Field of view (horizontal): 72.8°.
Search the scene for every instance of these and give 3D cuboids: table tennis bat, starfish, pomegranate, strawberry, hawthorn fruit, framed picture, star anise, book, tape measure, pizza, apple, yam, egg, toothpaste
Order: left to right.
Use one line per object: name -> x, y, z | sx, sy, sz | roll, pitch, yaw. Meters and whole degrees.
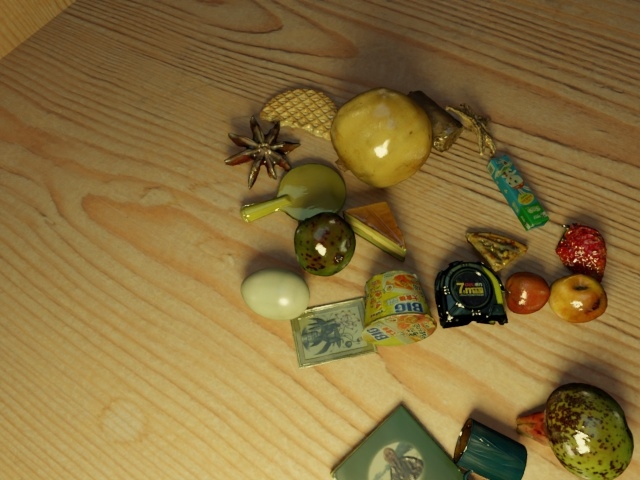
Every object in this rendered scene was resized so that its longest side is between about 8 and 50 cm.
star anise -> -0.201, -0.310, 1.537 | 0.289, 0.088, 0.287 | 2, 71, -7
egg -> -0.132, 0.152, 1.258 | 0.210, 0.151, 0.151 | 12, 64, 16
table tennis bat -> -0.090, -0.137, 1.461 | 0.369, 0.054, 0.224 | -20, 70, -9
pomegranate -> 0.000, 0.000, 1.312 | 0.202, 0.202, 0.248 | -35, 39, -13
framed picture -> 0.034, 0.266, 1.265 | 0.232, 0.010, 0.172 | -13, 63, -2
pomegranate -> 0.189, -0.322, 1.386 | 0.333, 0.332, 0.332 | -2, 63, 3
book -> 0.236, 0.632, 1.049 | 0.260, 0.043, 0.371 | -37, 67, -16
yam -> 0.389, -0.417, 1.525 | 0.129, 0.128, 0.238 | -51, 60, 17
tape measure -> 0.423, 0.154, 1.240 | 0.199, 0.112, 0.185 | -1, 70, -2
starfish -> 0.526, -0.382, 1.467 | 0.295, 0.048, 0.231 | 2, 64, -45
pizza -> 0.518, 0.028, 1.302 | 0.185, 0.036, 0.176 | 21, 38, 21
toothpaste -> 0.639, -0.159, 1.415 | 0.065, 0.050, 0.266 | -17, 64, -7
hawthorn fruit -> 0.583, 0.150, 1.228 | 0.128, 0.128, 0.127 | -2, 63, 3
pomegranate -> 0.600, 0.452, 1.047 | 0.248, 0.214, 0.214 | -15, 55, 39
apple -> 0.714, 0.159, 1.203 | 0.147, 0.146, 0.146 | -2, 63, 3
strawberry -> 0.786, 0.027, 1.292 | 0.141, 0.085, 0.192 | 18, 67, 10

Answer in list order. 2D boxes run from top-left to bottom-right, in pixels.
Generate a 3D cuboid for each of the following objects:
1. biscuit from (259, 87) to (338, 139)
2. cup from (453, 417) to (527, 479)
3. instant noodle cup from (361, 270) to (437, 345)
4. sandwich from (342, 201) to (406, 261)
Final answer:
biscuit -> -0.060, -0.496, 1.646 | 0.309, 0.040, 0.204 | 20, 66, 14
cup -> 0.405, 0.533, 1.054 | 0.138, 0.113, 0.149 | 23, 96, 13
instant noodle cup -> 0.210, 0.187, 1.203 | 0.205, 0.204, 0.152 | -3, 53, 3
sandwich -> 0.166, -0.011, 1.340 | 0.145, 0.117, 0.187 | -18, 65, -2
